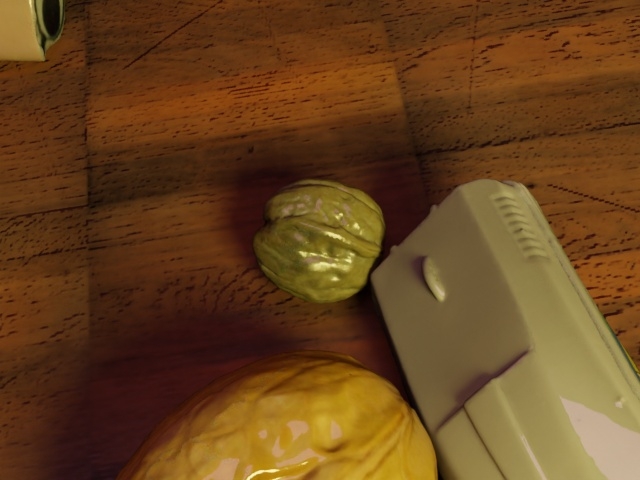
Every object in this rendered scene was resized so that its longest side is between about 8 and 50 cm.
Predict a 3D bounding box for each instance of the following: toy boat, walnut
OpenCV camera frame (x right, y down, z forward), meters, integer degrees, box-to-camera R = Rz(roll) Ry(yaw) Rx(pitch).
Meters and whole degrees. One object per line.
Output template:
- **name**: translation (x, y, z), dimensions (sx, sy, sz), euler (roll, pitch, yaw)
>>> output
- **toy boat**: translation (0.129, 0.096, 0.563), dimensions (0.141, 0.141, 0.269), euler (-24, 59, -10)
- **walnut**: translation (0.000, 0.000, 0.652), dimensions (0.092, 0.092, 0.092), euler (-2, 59, 3)
- **walnut**: translation (-0.028, 0.152, 0.522), dimensions (0.207, 0.159, 0.159), euler (-37, 63, -23)

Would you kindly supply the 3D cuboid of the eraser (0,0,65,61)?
- **eraser**: translation (-0.361, -0.231, 0.818), dimensions (0.290, 0.087, 0.171), euler (1, 56, 4)
